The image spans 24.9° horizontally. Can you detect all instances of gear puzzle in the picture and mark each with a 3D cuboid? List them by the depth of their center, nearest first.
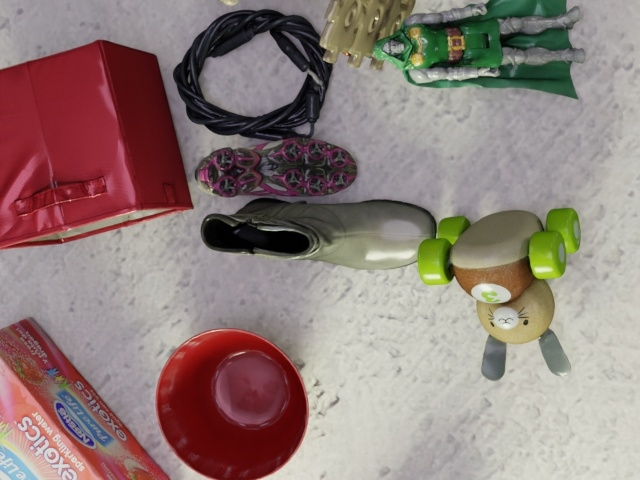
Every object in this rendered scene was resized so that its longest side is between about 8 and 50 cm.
[{"bbox_3d":[0.036,-0.269,1.494,0.044,0.339,0.175,25,101,16],"label":"gear puzzle"}]

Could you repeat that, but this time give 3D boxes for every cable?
[{"bbox_3d":[-0.082,-0.193,1.674,0.184,0.047,0.151,10,99,11],"label":"cable"}]

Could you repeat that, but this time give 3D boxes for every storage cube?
[{"bbox_3d":[-0.274,-0.105,1.643,0.183,0.215,0.193,-14,88,13],"label":"storage cube"}]

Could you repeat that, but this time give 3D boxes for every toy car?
[{"bbox_3d":[0.211,0.071,1.608,0.155,0.149,0.188,-4,108,24],"label":"toy car"}]

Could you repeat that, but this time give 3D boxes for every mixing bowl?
[{"bbox_3d":[-0.093,0.184,1.695,0.181,0.098,0.181,1,96,11],"label":"mixing bowl"}]

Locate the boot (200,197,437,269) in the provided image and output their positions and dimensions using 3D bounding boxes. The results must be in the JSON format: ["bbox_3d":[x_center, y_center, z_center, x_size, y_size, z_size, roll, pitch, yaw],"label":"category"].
[{"bbox_3d":[0.000,0.000,1.622,0.246,0.161,0.083,3,98,11],"label":"boot"}]

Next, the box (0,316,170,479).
[{"bbox_3d":[-0.329,0.259,1.730,0.154,0.142,0.300,-41,88,14],"label":"box"}]

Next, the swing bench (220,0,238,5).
[{"bbox_3d":[-0.104,-0.400,1.561,0.254,0.165,0.253,23,118,48],"label":"swing bench"}]

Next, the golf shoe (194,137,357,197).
[{"bbox_3d":[-0.052,-0.084,1.671,0.186,0.086,0.067,-1,92,-11],"label":"golf shoe"}]

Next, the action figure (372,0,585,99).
[{"bbox_3d":[0.169,-0.213,1.575,0.232,0.063,0.137,-7,84,-11],"label":"action figure"}]
